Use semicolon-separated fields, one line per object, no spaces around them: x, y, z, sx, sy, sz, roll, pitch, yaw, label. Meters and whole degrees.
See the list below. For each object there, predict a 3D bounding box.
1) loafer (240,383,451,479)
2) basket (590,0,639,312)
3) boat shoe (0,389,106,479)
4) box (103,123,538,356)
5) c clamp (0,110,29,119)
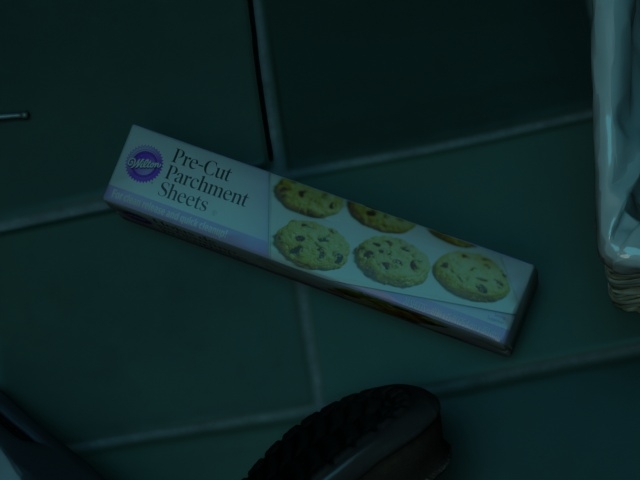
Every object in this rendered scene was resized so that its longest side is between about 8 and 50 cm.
-0.032;0.251;1.254;0.130;0.134;0.366;43;98;-11;loafer
0.347;-0.112;1.181;0.328;0.266;0.331;1;77;10;basket
-0.245;0.207;1.248;0.367;0.136;0.156;34;95;37;boat shoe
0.000;0.000;1.320;0.324;0.063;0.067;21;81;13;box
-0.303;-0.027;1.399;0.137;0.022;0.161;2;78;10;c clamp
